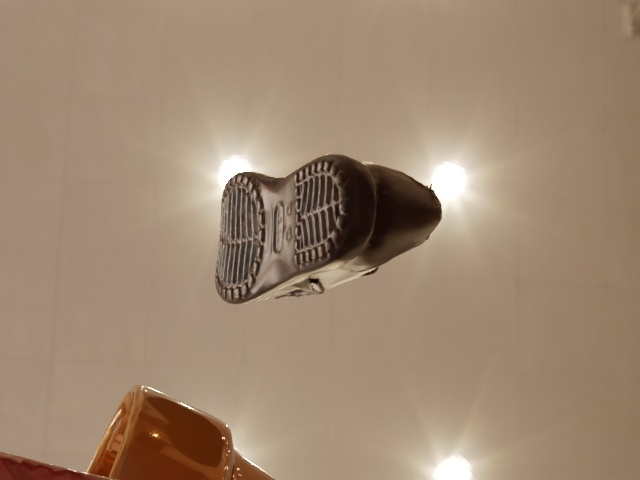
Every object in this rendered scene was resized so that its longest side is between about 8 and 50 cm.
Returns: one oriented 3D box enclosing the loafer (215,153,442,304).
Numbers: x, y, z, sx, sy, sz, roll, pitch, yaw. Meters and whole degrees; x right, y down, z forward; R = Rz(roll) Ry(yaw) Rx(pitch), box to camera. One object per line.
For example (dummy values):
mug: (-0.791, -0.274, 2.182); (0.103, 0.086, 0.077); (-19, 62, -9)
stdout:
loafer: (0.000, 0.000, 0.958); (0.078, 0.220, 0.080); (7, -95, -23)

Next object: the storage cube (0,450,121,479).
storage cube: (-0.095, 0.207, 0.564); (0.184, 0.193, 0.215); (7, -61, 20)

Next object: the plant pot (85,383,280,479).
plant pot: (-0.050, 0.205, 0.867); (0.188, 0.205, 0.205); (23, -104, -8)
